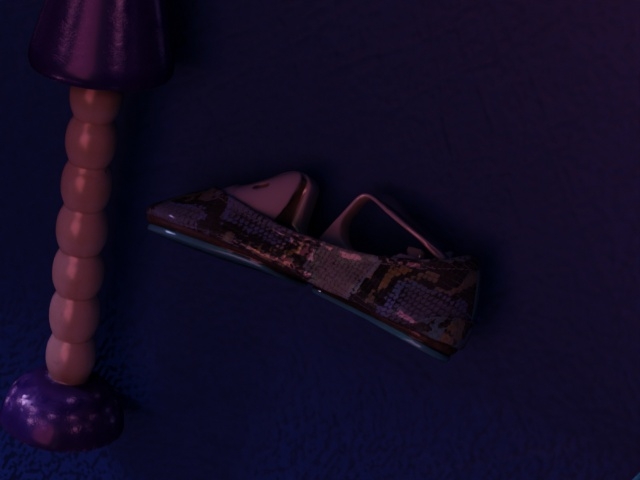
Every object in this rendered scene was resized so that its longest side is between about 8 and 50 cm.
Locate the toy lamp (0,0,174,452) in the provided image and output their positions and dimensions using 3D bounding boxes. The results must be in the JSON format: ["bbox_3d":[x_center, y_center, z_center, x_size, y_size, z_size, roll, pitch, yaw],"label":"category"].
[{"bbox_3d":[-0.126,-0.025,1.072,0.080,0.080,0.275,20,114,22],"label":"toy lamp"}]

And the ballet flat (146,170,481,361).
[{"bbox_3d":[0.000,0.000,1.026,0.188,0.070,0.070,23,114,19],"label":"ballet flat"}]

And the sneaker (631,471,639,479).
[{"bbox_3d":[0.193,0.191,0.928,0.178,0.124,0.295,44,112,5],"label":"sneaker"}]
